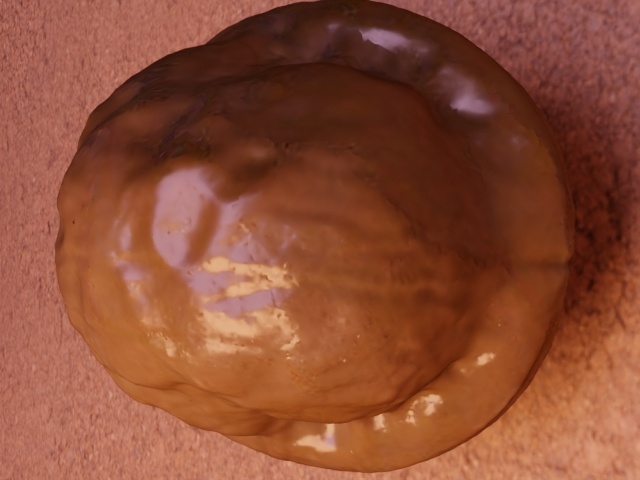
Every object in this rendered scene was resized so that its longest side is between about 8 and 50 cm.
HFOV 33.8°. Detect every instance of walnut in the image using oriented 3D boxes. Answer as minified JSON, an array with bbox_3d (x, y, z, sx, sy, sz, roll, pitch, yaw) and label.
[{"bbox_3d":[-0.015,0.000,0.808,0.384,0.384,0.383,-9,78,50],"label":"walnut"}]
